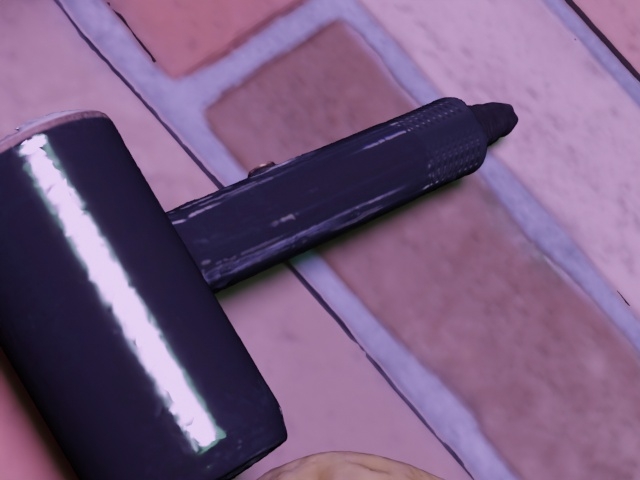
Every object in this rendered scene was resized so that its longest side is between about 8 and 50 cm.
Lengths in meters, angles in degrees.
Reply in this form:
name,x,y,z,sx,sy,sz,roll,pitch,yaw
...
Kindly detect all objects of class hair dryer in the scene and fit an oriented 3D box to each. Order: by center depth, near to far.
name,x,y,z,sx,sy,sz,roll,pitch,yaw
hair dryer,0.000,0.000,0.505,0.255,0.070,0.128,-23,78,-37

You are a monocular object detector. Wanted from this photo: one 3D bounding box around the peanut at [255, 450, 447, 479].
name,x,y,z,sx,sy,sz,roll,pitch,yaw
peanut,0.060,0.127,0.458,0.214,0.099,0.099,20,59,-9
